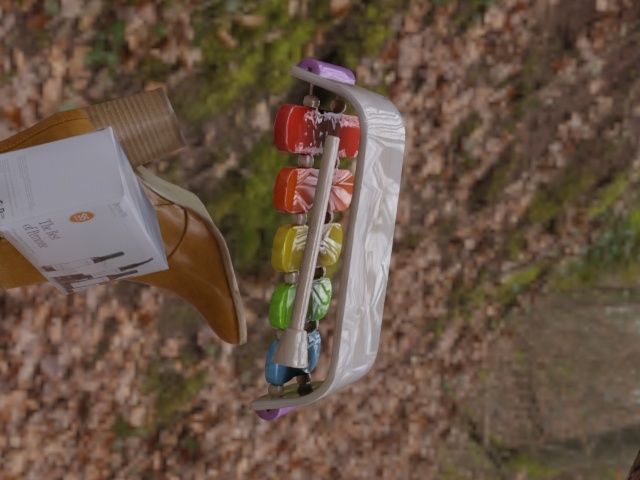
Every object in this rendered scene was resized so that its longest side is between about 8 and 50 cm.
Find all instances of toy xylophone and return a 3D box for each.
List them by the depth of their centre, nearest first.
[{"bbox_3d":[0.000,0.000,1.151,0.236,0.081,0.323,17,82,-71],"label":"toy xylophone"}]

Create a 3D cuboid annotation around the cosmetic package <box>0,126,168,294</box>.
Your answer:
[{"bbox_3d":[-0.186,-0.016,1.053,0.239,0.098,0.060,83,-10,-76],"label":"cosmetic package"}]

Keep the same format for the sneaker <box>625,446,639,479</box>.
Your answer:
[{"bbox_3d":[0.306,0.227,1.139,0.163,0.106,0.281,-65,162,-3],"label":"sneaker"}]

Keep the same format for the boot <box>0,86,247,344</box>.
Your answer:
[{"bbox_3d":[-0.203,0.010,1.270,0.104,0.211,0.295,-126,-166,-61],"label":"boot"}]
